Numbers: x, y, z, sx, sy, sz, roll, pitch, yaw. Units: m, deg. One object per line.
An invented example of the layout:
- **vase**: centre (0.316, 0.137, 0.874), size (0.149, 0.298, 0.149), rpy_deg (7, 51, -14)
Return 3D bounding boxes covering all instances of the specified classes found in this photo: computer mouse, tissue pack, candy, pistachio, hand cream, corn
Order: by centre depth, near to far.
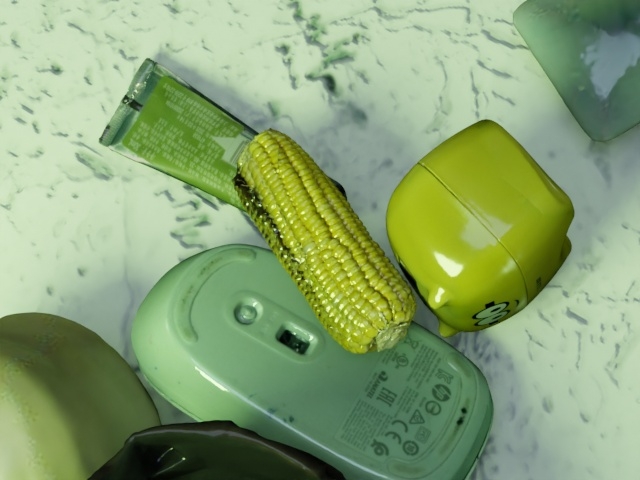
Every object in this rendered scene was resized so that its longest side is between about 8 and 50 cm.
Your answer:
- **tissue pack**: centre (0.115, -0.003, 1.083), size (0.127, 0.178, 0.123), rpy_deg (-39, 73, -3)
- **pistachio**: centre (-0.226, 0.221, 1.092), size (0.226, 0.208, 0.332), rpy_deg (0, 88, -13)
- **corn**: centre (0.000, 0.000, 1.098), size (0.072, 0.072, 0.203), rpy_deg (-35, 68, 1)
- **computer mouse**: centre (-0.011, 0.111, 1.120), size (0.288, 0.097, 0.159), rpy_deg (29, 51, 5)
- **candy**: centre (0.259, -0.173, 1.149), size (0.174, 0.071, 0.138), rpy_deg (-31, 75, 1)
- **hand cream**: centre (-0.075, -0.068, 1.200), size (0.235, 0.055, 0.086), rpy_deg (29, 87, 20)

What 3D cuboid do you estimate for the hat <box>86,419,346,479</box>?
- **hat**: centre (-0.113, 0.263, 0.982), size (0.336, 0.209, 0.238), rpy_deg (-21, 79, -25)
